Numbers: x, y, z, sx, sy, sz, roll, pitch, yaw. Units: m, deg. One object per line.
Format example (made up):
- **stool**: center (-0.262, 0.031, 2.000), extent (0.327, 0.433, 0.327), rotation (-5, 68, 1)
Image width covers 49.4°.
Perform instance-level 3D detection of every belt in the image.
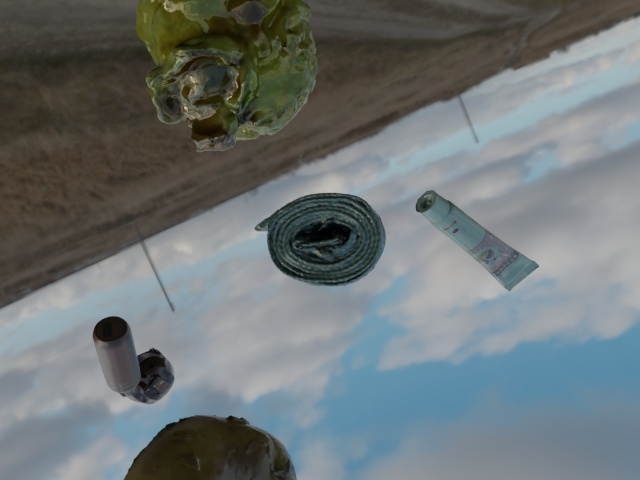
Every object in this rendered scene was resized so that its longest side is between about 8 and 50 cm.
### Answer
- **belt**: center (0.009, -0.002, 0.997), extent (0.163, 0.147, 0.082), rotation (-30, 175, 10)

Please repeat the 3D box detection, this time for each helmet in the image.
- **helmet**: center (-0.297, 0.243, 1.206), extent (0.098, 0.070, 0.123), rotation (-48, 171, -8)

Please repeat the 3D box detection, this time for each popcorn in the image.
- **popcorn**: center (-0.135, -0.264, 0.994), extent (0.258, 0.270, 0.224), rotation (-10, -176, -39)

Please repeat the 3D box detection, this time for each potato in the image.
- **potato**: center (-0.083, 0.236, 0.602), extent (0.081, 0.164, 0.200), rotation (-9, 178, 33)

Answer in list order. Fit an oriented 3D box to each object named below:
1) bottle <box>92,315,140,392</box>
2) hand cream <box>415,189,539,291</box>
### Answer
- **bottle**: center (-0.295, 0.168, 1.013), extent (0.053, 0.053, 0.140), rotation (-27, 146, -27)
- **hand cream**: center (0.315, 0.001, 1.396), extent (0.085, 0.331, 0.058), rotation (-47, -145, 15)
